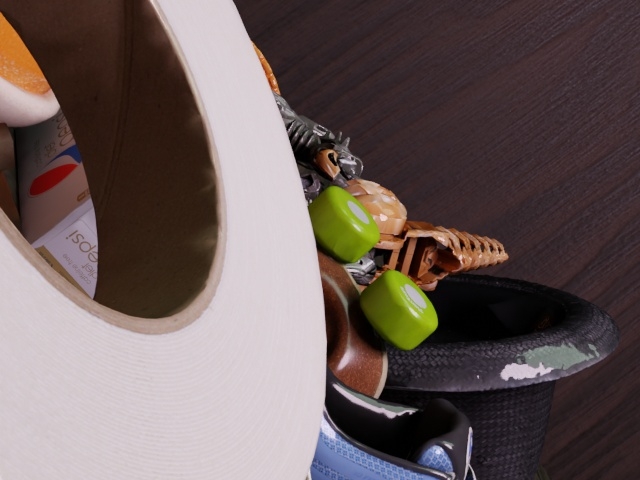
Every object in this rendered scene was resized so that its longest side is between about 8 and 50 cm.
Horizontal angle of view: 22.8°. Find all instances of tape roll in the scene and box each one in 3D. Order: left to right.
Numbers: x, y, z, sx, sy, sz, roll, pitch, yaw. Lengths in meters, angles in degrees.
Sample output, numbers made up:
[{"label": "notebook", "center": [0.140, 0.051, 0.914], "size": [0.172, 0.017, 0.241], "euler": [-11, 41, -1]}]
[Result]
[{"label": "tape roll", "center": [-0.123, -0.050, 0.621], "size": [0.392, 0.072, 0.392], "euler": [49, 29, -39]}]

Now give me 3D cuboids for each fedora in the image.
[{"label": "fedora", "center": [0.081, 0.125, 1.279], "size": [0.334, 0.334, 0.152], "euler": [-88, 176, -81]}]

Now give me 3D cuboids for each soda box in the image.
[{"label": "soda box", "center": [-0.144, -0.031, 1.004], "size": [0.074, 0.069, 0.216], "euler": [50, 6, -26]}]

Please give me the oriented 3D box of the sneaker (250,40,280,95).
[{"label": "sneaker", "center": [-0.083, -0.070, 1.460], "size": [0.121, 0.099, 0.262], "euler": [-147, -137, -69]}]

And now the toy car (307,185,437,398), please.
[{"label": "toy car", "center": [-0.046, 0.045, 1.014], "size": [0.188, 0.155, 0.149], "euler": [21, 31, -56]}]

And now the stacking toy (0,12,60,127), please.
[{"label": "stacking toy", "center": [-0.115, -0.328, 0.933], "size": [0.350, 0.480, 0.350], "euler": [53, 5, -7]}]

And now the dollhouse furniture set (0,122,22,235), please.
[{"label": "dollhouse furniture set", "center": [-0.222, -0.062, 0.764], "size": [0.144, 0.123, 0.151], "euler": [-120, -153, -46]}]

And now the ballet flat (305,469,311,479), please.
[{"label": "ballet flat", "center": [-0.034, 0.120, 0.757], "size": [0.067, 0.073, 0.206], "euler": [24, 36, -18]}]

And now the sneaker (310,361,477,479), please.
[{"label": "sneaker", "center": [0.045, 0.175, 0.899], "size": [0.330, 0.147, 0.130], "euler": [53, 6, -14]}]

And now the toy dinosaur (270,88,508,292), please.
[{"label": "toy dinosaur", "center": [0.000, 0.000, 1.248], "size": [0.322, 0.164, 0.218], "euler": [32, 2, -34]}]
